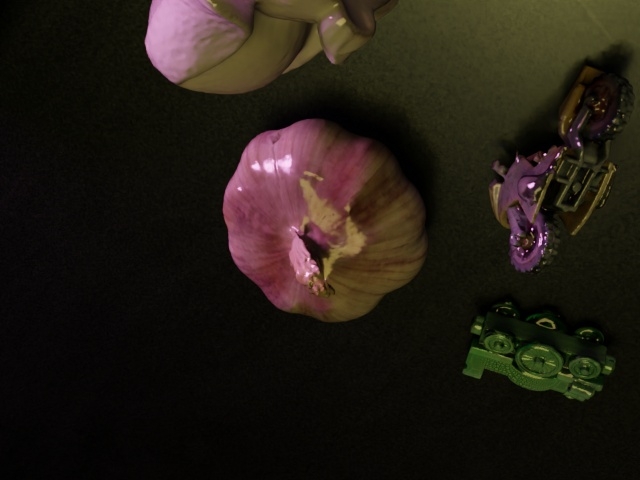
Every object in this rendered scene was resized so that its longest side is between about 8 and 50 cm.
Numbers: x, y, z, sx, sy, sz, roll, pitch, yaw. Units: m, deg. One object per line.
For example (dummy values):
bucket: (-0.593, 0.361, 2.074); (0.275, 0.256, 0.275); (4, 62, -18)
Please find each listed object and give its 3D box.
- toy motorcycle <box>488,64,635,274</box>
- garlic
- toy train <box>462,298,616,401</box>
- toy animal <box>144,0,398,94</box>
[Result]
toy motorcycle: (0.246, -0.081, 1.032); (0.094, 0.130, 0.229); (15, 114, -20)
garlic: (0.000, 0.000, 1.072); (0.245, 0.253, 0.245); (3, 117, 7)
toy train: (0.265, 0.142, 1.187); (0.178, 0.071, 0.104); (17, 133, 8)
toy animal: (-0.068, -0.237, 0.960); (0.265, 0.272, 0.206); (-22, 88, 41)
